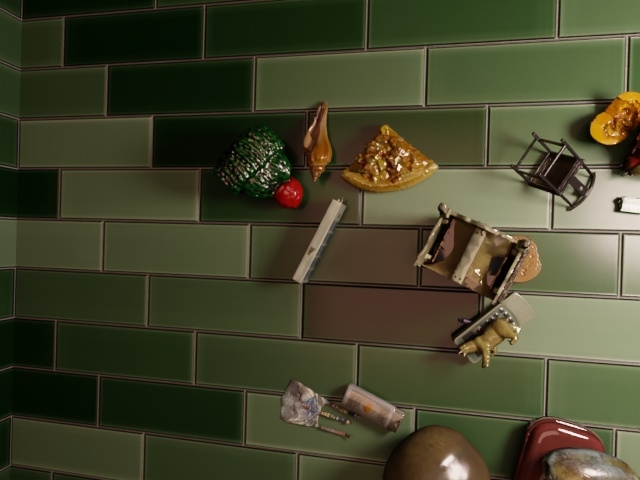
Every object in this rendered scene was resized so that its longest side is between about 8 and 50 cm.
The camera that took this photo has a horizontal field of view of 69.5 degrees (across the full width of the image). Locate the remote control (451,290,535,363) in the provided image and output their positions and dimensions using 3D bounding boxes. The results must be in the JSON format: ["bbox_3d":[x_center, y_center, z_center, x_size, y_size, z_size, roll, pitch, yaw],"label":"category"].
[{"bbox_3d":[0.609,0.306,1.620,0.285,0.038,0.123,-39,97,9],"label":"remote control"}]

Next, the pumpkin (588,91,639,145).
[{"bbox_3d":[0.978,-0.390,1.521,0.183,0.107,0.119,-45,74,16],"label":"pumpkin"}]

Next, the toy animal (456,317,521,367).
[{"bbox_3d":[0.576,0.343,1.574,0.218,0.103,0.101,-44,79,9],"label":"toy animal"}]

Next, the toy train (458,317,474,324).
[{"bbox_3d":[0.539,0.295,1.658,0.083,0.017,0.017,10,91,12],"label":"toy train"}]

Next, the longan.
[{"bbox_3d":[0.383,0.812,1.546,0.361,0.361,0.361,0,90,12],"label":"longan"}]

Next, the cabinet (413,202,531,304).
[{"bbox_3d":[0.494,0.044,1.491,0.290,0.318,0.227,28,96,23],"label":"cabinet"}]

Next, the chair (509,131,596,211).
[{"bbox_3d":[0.790,-0.232,1.552,0.260,0.141,0.155,28,98,-34],"label":"chair"}]

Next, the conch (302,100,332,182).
[{"bbox_3d":[-0.003,-0.371,1.747,0.109,0.093,0.330,-2,69,29],"label":"conch"}]

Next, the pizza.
[{"bbox_3d":[0.250,-0.255,1.691,0.268,0.087,0.258,40,101,7],"label":"pizza"}]

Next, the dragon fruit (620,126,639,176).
[{"bbox_3d":[1.087,-0.303,1.463,0.293,0.233,0.234,-39,81,46],"label":"dragon fruit"}]

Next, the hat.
[{"bbox_3d":[-0.208,-0.239,1.719,0.332,0.242,0.274,44,111,-4],"label":"hat"}]

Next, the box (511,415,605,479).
[{"bbox_3d":[0.793,0.804,1.558,0.263,0.108,0.404,14,93,12],"label":"box"}]

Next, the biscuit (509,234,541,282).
[{"bbox_3d":[0.679,0.066,1.615,0.170,0.050,0.170,-2,85,20],"label":"biscuit"}]

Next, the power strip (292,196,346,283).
[{"bbox_3d":[0.000,0.000,1.728,0.043,0.106,0.367,28,96,13],"label":"power strip"}]

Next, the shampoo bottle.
[{"bbox_3d":[0.193,0.621,1.711,0.227,0.056,0.086,26,96,11],"label":"shampoo bottle"}]

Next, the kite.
[{"bbox_3d":[-0.010,0.671,1.777,0.310,0.015,0.169,23,95,14],"label":"kite"}]

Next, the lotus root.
[{"bbox_3d":[0.853,0.716,1.414,0.322,0.158,0.140,5,90,2],"label":"lotus root"}]

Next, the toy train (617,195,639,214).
[{"bbox_3d":[1.044,-0.118,1.543,0.093,0.038,0.056,8,98,12],"label":"toy train"}]
